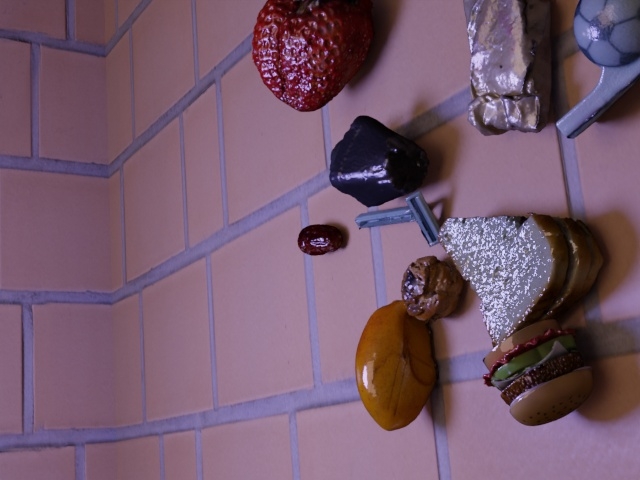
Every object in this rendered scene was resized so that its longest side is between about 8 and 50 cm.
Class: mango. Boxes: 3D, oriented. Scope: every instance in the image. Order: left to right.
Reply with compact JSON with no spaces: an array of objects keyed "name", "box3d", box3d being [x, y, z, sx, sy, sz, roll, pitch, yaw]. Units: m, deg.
[{"name":"mango","box3d":[0.145,0.247,1.802,0.126,0.153,0.252,143,138,-60]}]

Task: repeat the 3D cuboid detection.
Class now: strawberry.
[{"name":"strawberry","box3d":[-0.010,-0.428,2.034,0.250,0.238,0.288,16,112,38]}]

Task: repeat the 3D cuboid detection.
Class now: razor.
[{"name":"razor","box3d":[0.156,-0.049,1.904,0.111,0.056,0.278,60,158,-14]}]

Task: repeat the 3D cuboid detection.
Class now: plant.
[{"name":"plant","box3d":[0.108,-0.159,1.870,0.256,0.141,0.164,12,77,62]}]

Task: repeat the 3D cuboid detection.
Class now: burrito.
[{"name":"burrito","box3d":[0.328,-0.346,1.603,0.175,0.107,0.348,-10,80,42]}]

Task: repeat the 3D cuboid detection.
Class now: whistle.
[{"name":"whistle","box3d":[0.432,-0.301,1.376,0.290,0.163,0.164,-48,48,44]}]

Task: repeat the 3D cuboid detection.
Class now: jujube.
[{"name":"jujube","box3d":[0.000,0.000,2.129,0.129,0.077,0.077,2,89,54]}]

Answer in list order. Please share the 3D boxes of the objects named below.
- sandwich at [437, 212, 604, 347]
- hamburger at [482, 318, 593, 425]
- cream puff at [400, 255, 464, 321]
[{"name":"sandwich","box3d":[0.330,0.015,1.559,0.288,0.099,0.254,66,145,38]},{"name":"hamburger","box3d":[0.348,0.217,1.458,0.175,0.175,0.137,-51,57,44]},{"name":"cream puff","box3d":[0.205,0.088,1.759,0.133,0.104,0.119,65,145,40]}]
